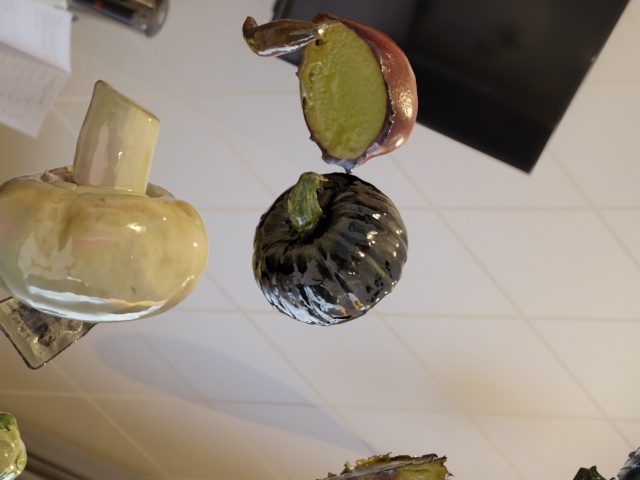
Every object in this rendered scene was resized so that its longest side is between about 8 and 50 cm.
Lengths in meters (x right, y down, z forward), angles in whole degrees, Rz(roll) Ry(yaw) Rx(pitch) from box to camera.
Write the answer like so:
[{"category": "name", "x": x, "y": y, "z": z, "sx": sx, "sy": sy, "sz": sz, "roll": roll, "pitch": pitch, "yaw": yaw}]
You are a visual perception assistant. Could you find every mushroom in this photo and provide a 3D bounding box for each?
[{"category": "mushroom", "x": -0.322, "y": -0.022, "z": 1.183, "sx": 0.353, "sy": 0.325, "sz": 0.353, "roll": -45, "pitch": 177, "yaw": -3}]

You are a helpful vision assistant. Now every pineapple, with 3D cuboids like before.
[{"category": "pineapple", "x": 0.111, "y": 0.529, "z": 1.558, "sx": 0.158, "sy": 0.335, "sz": 0.161, "roll": -43, "pitch": 115, "yaw": -87}]

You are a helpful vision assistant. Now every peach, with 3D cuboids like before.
[{"category": "peach", "x": 0.090, "y": -0.355, "z": 1.757, "sx": 0.258, "sy": 0.361, "sz": 0.201, "roll": -15, "pitch": -171, "yaw": 36}]

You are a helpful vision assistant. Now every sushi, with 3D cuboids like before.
[{"category": "sushi", "x": 0.516, "y": 0.476, "z": 1.446, "sx": 0.084, "sy": 0.083, "sz": 0.056, "roll": -49, "pitch": 153, "yaw": -23}]

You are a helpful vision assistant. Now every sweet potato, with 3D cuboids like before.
[{"category": "sweet potato", "x": -0.088, "y": -0.365, "z": 1.362, "sx": 0.255, "sy": 0.058, "sz": 0.078, "roll": 25, "pitch": -95, "yaw": 54}]

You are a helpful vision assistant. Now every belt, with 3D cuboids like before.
[{"category": "belt", "x": 0.554, "y": 0.403, "z": 1.254, "sx": 0.128, "sy": 0.122, "sz": 0.218, "roll": -50, "pitch": 150, "yaw": 3}]

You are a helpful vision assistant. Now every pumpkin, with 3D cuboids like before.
[{"category": "pumpkin", "x": 0.000, "y": 0.000, "z": 1.357, "sx": 0.296, "sy": 0.296, "sz": 0.295, "roll": -156, "pitch": -90, "yaw": -90}]

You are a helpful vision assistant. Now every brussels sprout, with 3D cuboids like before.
[{"category": "brussels sprout", "x": -0.608, "y": 0.388, "z": 1.399, "sx": 0.118, "sy": 0.155, "sz": 0.155, "roll": -21, "pitch": 155, "yaw": -28}]

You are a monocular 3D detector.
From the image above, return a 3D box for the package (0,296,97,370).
[{"category": "package", "x": -0.515, "y": 0.138, "z": 1.510, "sx": 0.239, "sy": 0.154, "sz": 0.030, "roll": -35, "pitch": 171, "yaw": -41}]
